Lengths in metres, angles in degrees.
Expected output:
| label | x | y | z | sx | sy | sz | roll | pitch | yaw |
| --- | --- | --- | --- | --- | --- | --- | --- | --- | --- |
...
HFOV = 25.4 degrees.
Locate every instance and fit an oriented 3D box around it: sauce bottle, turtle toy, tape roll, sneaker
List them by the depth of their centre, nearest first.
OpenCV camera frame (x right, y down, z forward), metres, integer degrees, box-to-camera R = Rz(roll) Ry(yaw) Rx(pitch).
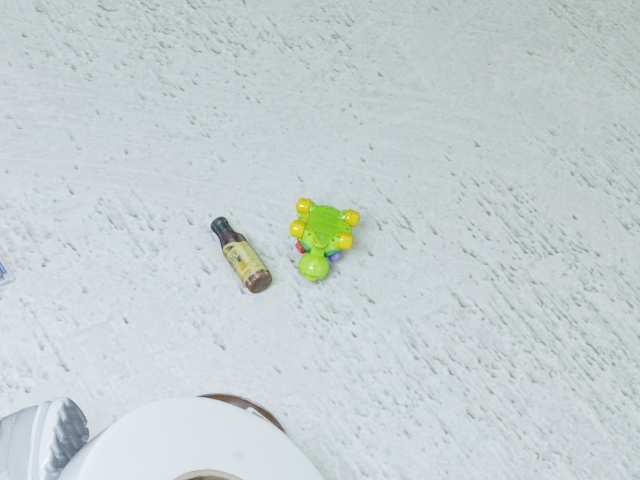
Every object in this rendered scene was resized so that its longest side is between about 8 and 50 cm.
| label | x | y | z | sx | sy | sz | roll | pitch | yaw |
| --- | --- | --- | --- | --- | --- | --- | --- | --- | --- |
| sneaker | -0.333 | 0.305 | 1.537 | 0.115 | 0.105 | 0.281 | -9 | 46 | 23 |
| tape roll | -0.120 | 0.357 | 1.551 | 0.392 | 0.072 | 0.392 | 25 | 46 | -29 |
| sauce bottle | -0.115 | 0.018 | 2.012 | 0.042 | 0.042 | 0.128 | -18 | 52 | -29 |
| turtle toy | 0.000 | 0.000 | 2.041 | 0.095 | 0.066 | 0.130 | 15 | 46 | 1 |

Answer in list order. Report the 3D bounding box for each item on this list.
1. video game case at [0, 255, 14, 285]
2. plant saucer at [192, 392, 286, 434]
| label | x | y | z | sx | sy | sz | roll | pitch | yaw |
| --- | --- | --- | --- | --- | --- | --- | --- | --- | --- |
| video game case | -0.486 | 0.042 | 1.909 | 0.122 | 0.011 | 0.087 | -20 | 55 | -30 |
| plant saucer | -0.122 | 0.266 | 1.781 | 0.168 | 0.029 | 0.168 | 7 | 45 | -7 |
